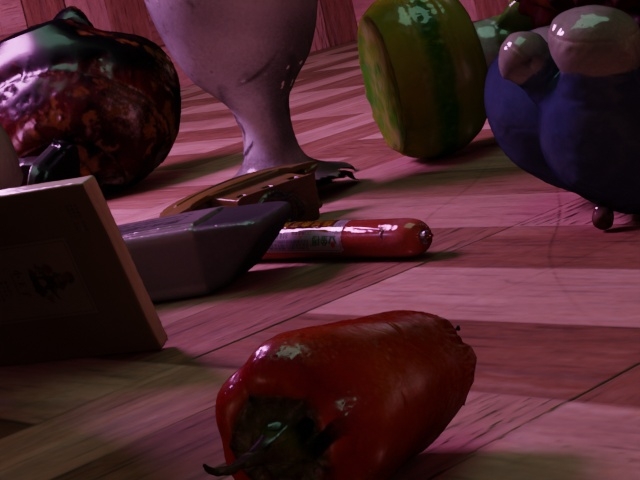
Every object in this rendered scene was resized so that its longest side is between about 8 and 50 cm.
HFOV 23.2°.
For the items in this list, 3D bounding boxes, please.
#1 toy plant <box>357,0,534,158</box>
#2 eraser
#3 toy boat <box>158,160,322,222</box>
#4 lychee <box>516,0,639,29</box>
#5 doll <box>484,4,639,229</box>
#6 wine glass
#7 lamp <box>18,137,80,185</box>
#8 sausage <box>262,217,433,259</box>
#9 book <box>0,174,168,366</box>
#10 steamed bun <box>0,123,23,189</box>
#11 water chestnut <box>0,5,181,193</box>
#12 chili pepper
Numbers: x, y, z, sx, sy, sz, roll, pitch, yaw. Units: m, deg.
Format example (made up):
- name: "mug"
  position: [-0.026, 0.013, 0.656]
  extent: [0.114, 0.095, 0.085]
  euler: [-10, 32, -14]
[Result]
- name: "toy plant"
  position: [0.211, -0.210, 1.687]
  extent: [0.316, 0.224, 0.184]
  euler: [-14, 48, -10]
- name: "eraser"
  position: [-0.189, 0.023, 1.289]
  extent: [0.352, 0.061, 0.089]
  euler: [-9, 10, 21]
- name: "toy boat"
  position: [-0.069, -0.026, 1.429]
  extent: [0.200, 0.057, 0.077]
  euler: [-21, 19, -39]
- name: "lychee"
  position: [0.359, -0.307, 1.429]
  extent: [0.425, 0.424, 0.500]
  euler: [-11, 4, 9]
- name: "doll"
  position: [0.229, -0.100, 1.209]
  extent: [0.228, 0.154, 0.258]
  euler: [19, 14, -9]
- name: "wine glass"
  position: [-0.078, -0.209, 1.597]
  extent: [0.191, 0.357, 0.190]
  euler: [-14, 12, 3]
- name: "lamp"
  position: [-0.373, 0.000, 1.498]
  extent: [0.283, 0.124, 0.203]
  euler: [-13, 20, 11]
- name: "sausage"
  position: [0.000, 0.000, 1.264]
  extent: [0.034, 0.034, 0.253]
  euler: [-22, 13, -42]
- name: "book"
  position: [-0.217, 0.027, 1.087]
  extent: [0.199, 0.138, 0.016]
  euler: [-7, 30, 25]
- name: "steamed bun"
  position: [-0.395, -0.033, 1.293]
  extent: [0.283, 0.177, 0.283]
  euler: [-34, 15, 11]
- name: "water chestnut"
  position: [-0.326, -0.178, 2.052]
  extent: [0.289, 0.244, 0.289]
  euler: [-13, 13, 3]
- name: "chili pepper"
  position: [-0.002, 0.078, 0.679]
  extent: [0.084, 0.086, 0.192]
  euler: [24, 16, 24]
